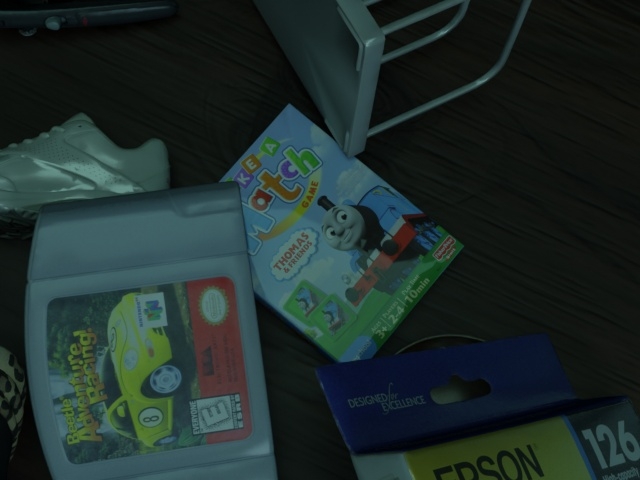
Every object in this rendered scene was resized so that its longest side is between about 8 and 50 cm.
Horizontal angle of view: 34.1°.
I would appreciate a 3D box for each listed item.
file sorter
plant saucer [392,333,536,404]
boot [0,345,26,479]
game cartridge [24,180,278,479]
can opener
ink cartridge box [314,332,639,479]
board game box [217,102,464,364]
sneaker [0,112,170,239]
[{"bbox_3d":[0.036,-0.259,0.930,0.173,0.193,0.278,-26,72,-13],"label":"file sorter"},{"bbox_3d":[0.118,0.169,0.935,0.168,0.029,0.168,1,77,-4],"label":"plant saucer"},{"bbox_3d":[-0.349,0.273,0.810,0.138,0.377,0.284,25,39,-29],"label":"boot"},{"bbox_3d":[-0.146,0.107,0.883,0.196,0.060,0.294,-8,93,-4],"label":"game cartridge"},{"bbox_3d":[-0.228,-0.226,0.991,0.186,0.073,0.059,1,69,-12],"label":"can opener"},{"bbox_3d":[0.171,0.212,0.803,0.303,0.072,0.307,-3,66,-43],"label":"ink cartridge box"},{"bbox_3d":[0.000,0.000,0.961,0.211,0.039,0.160,39,78,7],"label":"board game box"},{"bbox_3d":[-0.245,-0.062,0.946,0.232,0.090,0.115,6,70,-11],"label":"sneaker"}]
